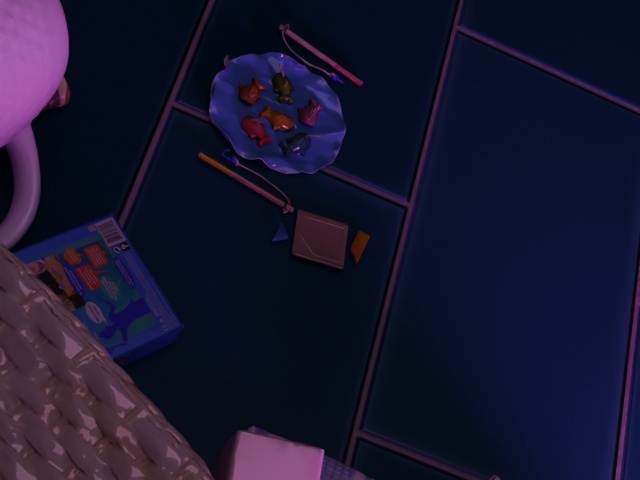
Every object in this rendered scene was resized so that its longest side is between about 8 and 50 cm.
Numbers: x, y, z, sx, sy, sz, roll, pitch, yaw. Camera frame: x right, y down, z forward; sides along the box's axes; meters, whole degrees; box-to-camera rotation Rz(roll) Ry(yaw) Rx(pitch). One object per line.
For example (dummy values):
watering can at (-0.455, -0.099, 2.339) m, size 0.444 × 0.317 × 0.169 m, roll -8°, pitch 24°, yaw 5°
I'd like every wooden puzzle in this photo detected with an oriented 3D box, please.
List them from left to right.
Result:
wooden puzzle at (0.000, 0.000, 1.604) m, size 0.116 × 0.014 × 0.078 m, roll 23°, pitch 50°, yaw -10°

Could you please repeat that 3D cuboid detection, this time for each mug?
mug at (-0.426, -0.144, 1.377) m, size 0.328 × 0.276 × 0.374 m, roll -29°, pitch 105°, yaw -41°

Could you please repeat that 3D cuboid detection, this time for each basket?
basket at (-0.272, 0.240, 1.106) m, size 0.328 × 0.266 × 0.331 m, roll -40°, pitch 72°, yaw -14°

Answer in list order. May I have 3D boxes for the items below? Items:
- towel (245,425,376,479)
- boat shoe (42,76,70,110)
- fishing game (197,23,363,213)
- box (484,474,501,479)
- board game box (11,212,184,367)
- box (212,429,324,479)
towel at (0.013, 0.337, 1.392) m, size 0.285 × 0.034 × 0.209 m, roll 26°, pitch 54°, yaw -8°
boat shoe at (-0.355, -0.218, 1.556) m, size 0.049 × 0.056 × 0.152 m, roll -30°, pitch 76°, yaw -39°
fishing game at (-0.051, -0.169, 1.669) m, size 0.189 × 0.041 × 0.264 m, roll 35°, pitch 53°, yaw -4°
box at (0.205, 0.412, 1.367) m, size 0.290 × 0.087 × 0.169 m, roll 51°, pitch 51°, yaw 1°
board game box at (-0.277, 0.078, 1.415) m, size 0.210 × 0.047 × 0.160 m, roll -24°, pitch 73°, yaw -33°
box at (-0.072, 0.333, 1.268) m, size 0.094 × 0.113 × 0.275 m, roll 15°, pitch 67°, yaw -11°
